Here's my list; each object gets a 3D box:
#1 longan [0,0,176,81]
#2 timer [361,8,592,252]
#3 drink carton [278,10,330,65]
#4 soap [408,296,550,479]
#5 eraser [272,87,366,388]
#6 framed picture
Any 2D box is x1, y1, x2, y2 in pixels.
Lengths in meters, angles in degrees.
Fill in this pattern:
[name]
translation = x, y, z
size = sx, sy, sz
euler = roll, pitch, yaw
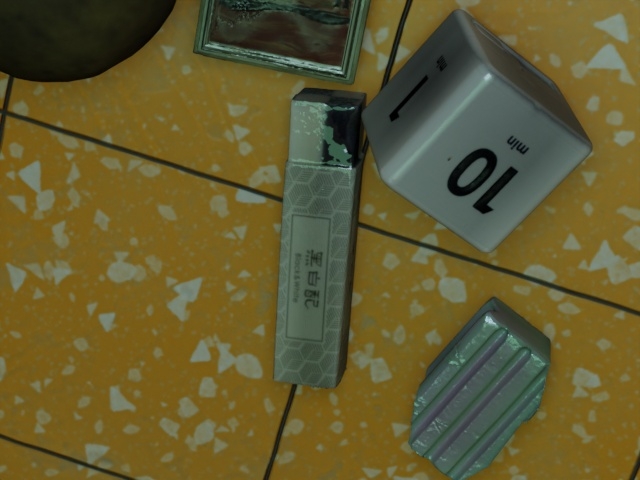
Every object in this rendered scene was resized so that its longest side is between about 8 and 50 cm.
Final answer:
[longan]
translation = -0.351, -0.380, 1.711
size = 0.404, 0.336, 0.405
euler = 18, 138, 17
[timer]
translation = 0.191, -0.137, 1.758
size = 0.192, 0.194, 0.195
euler = 33, 111, -25
[drink carton]
translation = -0.025, -0.342, 1.814
size = 0.096, 0.071, 0.223
euler = 6, 109, 6
[soap]
translation = 0.217, 0.212, 1.950
size = 0.145, 0.091, 0.230
euler = 39, 111, -1
[eraser]
translation = 0.000, 0.000, 1.912
size = 0.098, 0.096, 0.404
euler = 7, 110, 8
[framed picture]
translation = -0.036, -0.339, 1.757
size = 0.216, 0.016, 0.273
euler = 10, 114, -2
